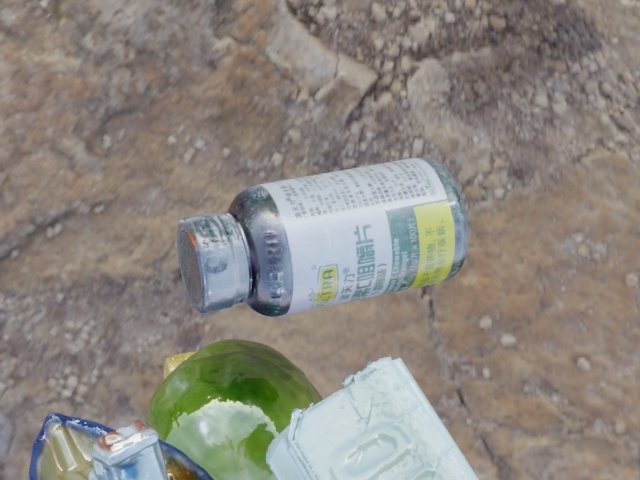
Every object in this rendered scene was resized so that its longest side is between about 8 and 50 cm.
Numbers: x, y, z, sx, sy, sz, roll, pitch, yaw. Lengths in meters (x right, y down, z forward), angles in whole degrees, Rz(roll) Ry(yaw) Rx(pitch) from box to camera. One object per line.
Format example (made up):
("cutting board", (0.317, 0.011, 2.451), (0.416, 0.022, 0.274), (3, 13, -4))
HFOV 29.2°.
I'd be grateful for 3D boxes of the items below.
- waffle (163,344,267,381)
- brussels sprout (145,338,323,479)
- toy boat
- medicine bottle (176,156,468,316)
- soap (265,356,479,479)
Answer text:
("waffle", (-0.132, 0.262, 1.777), (0.168, 0.274, 0.057), (-3, 135, -13))
("brussels sprout", (-0.083, 0.229, 1.393), (0.244, 0.244, 0.244), (3, 116, 5))
("toy boat", (-0.146, 0.176, 0.883), (0.114, 0.262, 0.115), (-23, 104, -28))
("medicine bottle", (0.000, 0.000, 1.301), (0.293, 0.141, 0.141), (-10, 118, -19))
("soap", (0.073, 0.248, 1.111), (0.261, 0.150, 0.094), (58, 146, 10))
